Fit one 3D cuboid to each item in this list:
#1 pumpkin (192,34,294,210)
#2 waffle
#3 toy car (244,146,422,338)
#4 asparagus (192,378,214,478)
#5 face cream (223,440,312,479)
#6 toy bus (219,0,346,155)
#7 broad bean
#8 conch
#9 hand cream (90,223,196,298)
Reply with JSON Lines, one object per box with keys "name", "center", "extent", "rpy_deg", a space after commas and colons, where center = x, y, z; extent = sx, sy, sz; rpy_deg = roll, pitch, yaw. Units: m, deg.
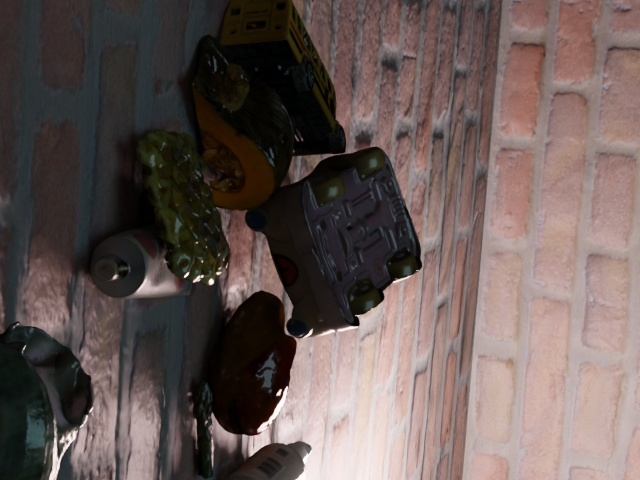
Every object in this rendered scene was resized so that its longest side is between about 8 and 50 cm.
{"name": "pumpkin", "center": [-0.107, -0.171, 2.018], "extent": [0.131, 0.126, 0.248], "rpy_deg": [-66, 153, -45]}
{"name": "waffle", "center": [-0.179, -0.046, 1.868], "extent": [0.204, 0.054, 0.223], "rpy_deg": [-15, 89, -79]}
{"name": "toy car", "center": [0.000, 0.000, 2.206], "extent": [0.336, 0.226, 0.242], "rpy_deg": [-36, 109, -56]}
{"name": "asparagus", "center": [-0.178, 0.286, 2.096], "extent": [0.036, 0.030, 0.165], "rpy_deg": [-31, 125, -53]}
{"name": "face cream", "center": [-0.079, 0.393, 2.296], "extent": [0.252, 0.101, 0.101], "rpy_deg": [-30, 123, -66]}
{"name": "toy bus", "center": [-0.052, -0.248, 2.162], "extent": [0.335, 0.121, 0.123], "rpy_deg": [58, 31, -59]}
{"name": "broad bean", "center": [-0.101, 0.192, 2.148], "extent": [0.156, 0.122, 0.228], "rpy_deg": [56, 48, -57]}
{"name": "conch", "center": [-0.340, 0.185, 1.447], "extent": [0.277, 0.195, 0.220], "rpy_deg": [10, 65, -47]}
{"name": "hand cream", "center": [-0.223, 0.029, 1.858], "extent": [0.341, 0.078, 0.124], "rpy_deg": [-11, 105, -74]}
